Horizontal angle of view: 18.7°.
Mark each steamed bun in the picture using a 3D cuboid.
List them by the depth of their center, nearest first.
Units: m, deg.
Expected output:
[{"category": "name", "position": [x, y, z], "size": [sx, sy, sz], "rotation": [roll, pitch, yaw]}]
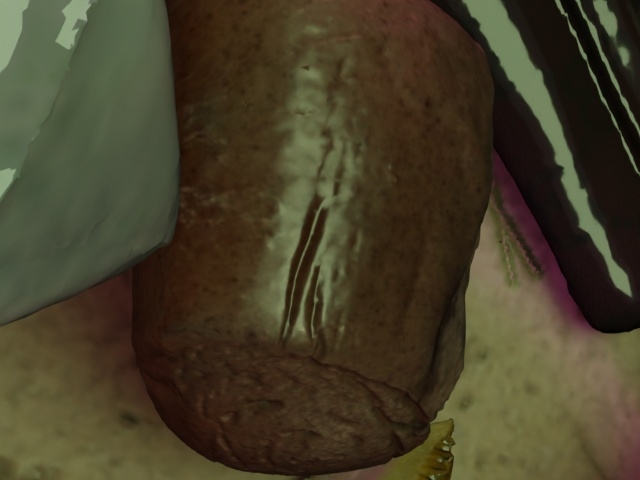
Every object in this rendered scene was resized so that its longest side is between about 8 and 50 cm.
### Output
[{"category": "steamed bun", "position": [0.000, 0.000, 0.605], "size": [0.106, 0.175, 0.144], "rotation": [0, 76, 4]}]

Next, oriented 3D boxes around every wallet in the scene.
[{"category": "wallet", "position": [0.118, -0.098, 0.734], "size": [0.182, 0.049, 0.229], "rotation": [-32, 97, -26]}]

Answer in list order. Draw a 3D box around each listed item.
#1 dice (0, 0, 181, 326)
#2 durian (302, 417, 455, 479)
[{"category": "dice", "position": [-0.189, -0.095, 0.459], "size": [0.265, 0.262, 0.268], "rotation": [-15, 97, -9]}, {"category": "durian", "position": [0.003, 0.155, 0.635], "size": [0.140, 0.078, 0.224], "rotation": [31, 74, -17]}]
